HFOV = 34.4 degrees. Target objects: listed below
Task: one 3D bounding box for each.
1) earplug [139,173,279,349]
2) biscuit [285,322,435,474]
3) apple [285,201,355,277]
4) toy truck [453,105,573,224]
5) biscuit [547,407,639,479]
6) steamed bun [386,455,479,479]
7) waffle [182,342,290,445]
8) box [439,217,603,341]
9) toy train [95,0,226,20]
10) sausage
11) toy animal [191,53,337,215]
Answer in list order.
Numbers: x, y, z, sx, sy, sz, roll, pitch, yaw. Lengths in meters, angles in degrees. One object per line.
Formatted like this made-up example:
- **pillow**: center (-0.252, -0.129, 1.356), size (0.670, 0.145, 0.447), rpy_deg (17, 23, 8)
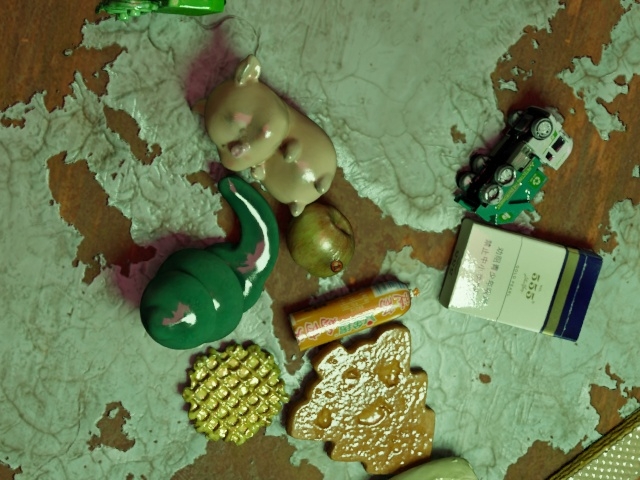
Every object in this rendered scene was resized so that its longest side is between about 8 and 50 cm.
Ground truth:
- **earplug**: center (-0.182, 0.059, 1.706), size (0.164, 0.280, 0.257), rpy_deg (36, 129, 7)
- **biscuit**: center (0.095, 0.307, 1.853), size (0.284, 0.043, 0.306), rpy_deg (-39, 106, -4)
- **apple**: center (-0.002, -0.003, 1.748), size (0.102, 0.126, 0.126), rpy_deg (-36, 104, 23)
- **toy truck**: center (0.341, -0.121, 1.796), size (0.116, 0.110, 0.216), rpy_deg (39, 91, -26)
- **biscuit**: center (0.521, 0.434, 1.938), size (0.379, 0.054, 0.094), rpy_deg (-36, 103, -2)
- **steamed bun**: center (0.193, 0.497, 1.828), size (0.239, 0.152, 0.170), rpy_deg (-25, 122, -4)
- **waffle**: center (-0.151, 0.266, 1.808), size (0.191, 0.038, 0.191), rpy_deg (-2, 100, -10)
- **box**: center (0.359, 0.071, 1.844), size (0.259, 0.071, 0.168), rpy_deg (15, 97, -12)
- **toy train**: center (-0.241, -0.402, 1.585), size (0.188, 0.243, 0.132), rpy_deg (1, 99, -18)
- **sausage**: center (0.063, 0.124, 1.803), size (0.234, 0.071, 0.071), rpy_deg (-19, 102, -6)
- **toy animal**: center (-0.081, -0.166, 1.689), size (0.166, 0.154, 0.250), rpy_deg (-39, 109, 22)
